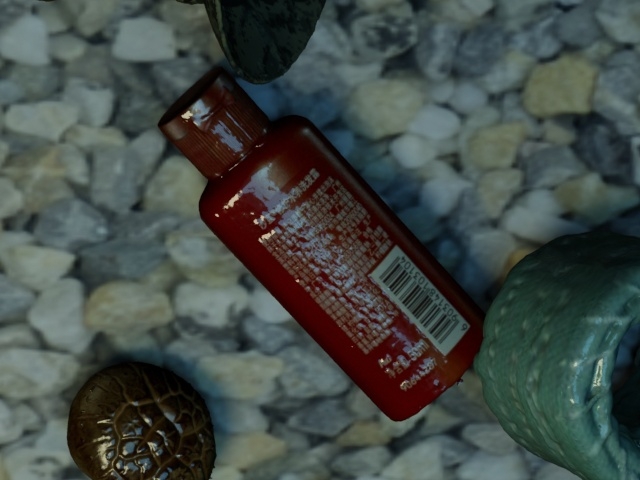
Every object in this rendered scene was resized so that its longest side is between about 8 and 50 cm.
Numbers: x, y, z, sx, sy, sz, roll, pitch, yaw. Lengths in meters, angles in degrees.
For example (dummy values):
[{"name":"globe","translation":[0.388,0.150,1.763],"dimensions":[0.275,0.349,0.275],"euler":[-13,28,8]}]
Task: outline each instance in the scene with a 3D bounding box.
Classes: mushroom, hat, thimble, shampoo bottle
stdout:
[{"name":"mushroom","translation":[-0.140,0.156,1.566],"dimensions":[0.126,0.085,0.109],"euler":[21,95,-20]},{"name":"hat","translation":[-0.079,-0.242,1.458],"dimensions":[0.128,0.265,0.265],"euler":[5,101,17]},{"name":"thimble","translation":[0.246,0.096,1.577],"dimensions":[0.235,0.143,0.198],"euler":[2,98,-33]},{"name":"shampoo bottle","translation":[0.000,0.000,1.570],"dimensions":[0.118,0.076,0.314],"euler":[-44,105,-1]}]
